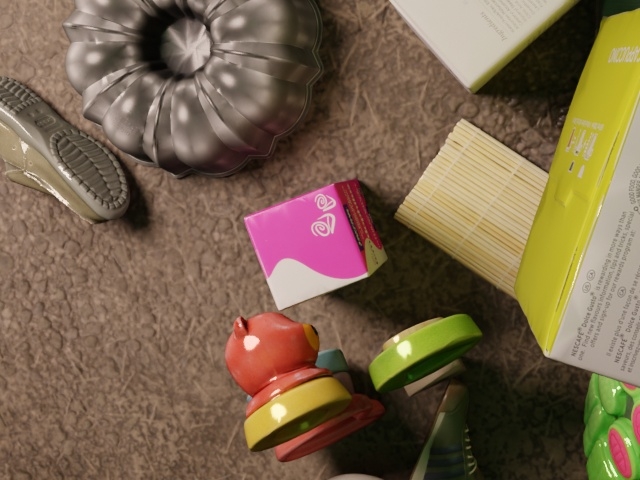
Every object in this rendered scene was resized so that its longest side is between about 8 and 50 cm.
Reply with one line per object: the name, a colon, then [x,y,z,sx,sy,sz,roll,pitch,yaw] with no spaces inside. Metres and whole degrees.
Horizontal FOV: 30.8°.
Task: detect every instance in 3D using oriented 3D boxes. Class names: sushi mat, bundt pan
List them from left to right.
bundt pan: [-0.164,-0.237,1.402,0.330,0.124,0.331,1,94,9]
sushi mat: [0.259,-0.002,1.403,0.316,0.019,0.151,34,98,5]

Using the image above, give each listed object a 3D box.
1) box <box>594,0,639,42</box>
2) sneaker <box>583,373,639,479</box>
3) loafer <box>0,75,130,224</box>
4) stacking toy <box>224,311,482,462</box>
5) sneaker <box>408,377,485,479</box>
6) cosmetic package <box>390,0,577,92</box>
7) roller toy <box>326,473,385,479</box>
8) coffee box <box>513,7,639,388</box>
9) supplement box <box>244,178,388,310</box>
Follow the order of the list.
box: [0.409,-0.303,1.332,0.183,0.056,0.231,2,96,10]
sneaker: [0.471,0.323,1.339,0.202,0.185,0.483,-24,80,-28]
loafer: [-0.343,-0.103,1.470,0.251,0.094,0.087,43,125,13]
stacking toy: [0.029,0.132,1.331,0.279,0.309,0.130,-27,74,-4]
sneaker: [0.165,0.268,1.421,0.086,0.064,0.192,21,104,7]
cosmetic package: [0.191,-0.283,1.322,0.183,0.151,0.151,-41,87,9]
roller toy: [0.043,0.384,1.392,0.191,0.146,0.209,0,113,27]
coffee box: [0.410,-0.027,1.160,0.334,0.337,0.338,18,99,1]
supplement box: [0.000,0.000,1.344,0.113,0.220,0.111,-21,92,11]
